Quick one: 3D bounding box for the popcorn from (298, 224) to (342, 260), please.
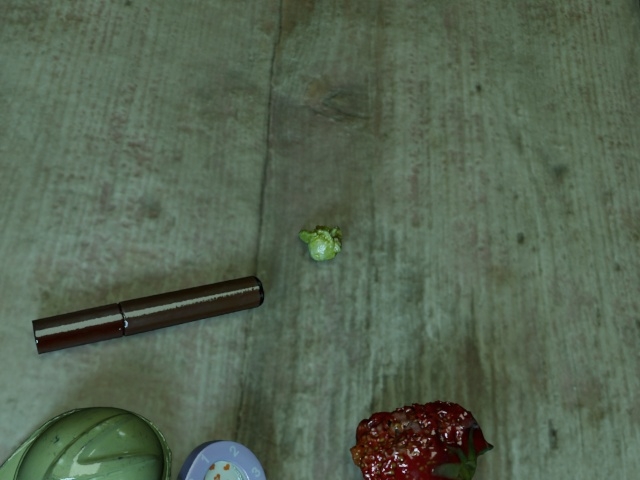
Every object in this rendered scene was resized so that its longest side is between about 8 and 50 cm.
[{"bbox_3d":[-0.001,0.001,1.459,0.083,0.059,0.068,26,57,11],"label":"popcorn"}]

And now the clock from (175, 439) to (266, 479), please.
[{"bbox_3d":[-0.154,0.387,1.188,0.172,0.064,0.198,51,60,-11],"label":"clock"}]

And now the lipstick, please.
[{"bbox_3d":[-0.262,0.113,1.327,0.357,0.057,0.057,-12,65,-21],"label":"lipstick"}]

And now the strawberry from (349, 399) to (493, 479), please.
[{"bbox_3d":[0.143,0.323,1.258,0.202,0.186,0.184,13,12,22],"label":"strawberry"}]

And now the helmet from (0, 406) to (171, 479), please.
[{"bbox_3d":[-0.322,0.314,1.148,0.258,0.137,0.204,-30,72,-27],"label":"helmet"}]
